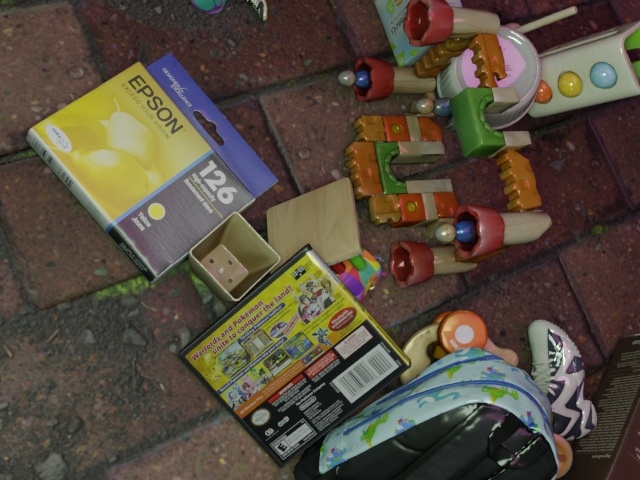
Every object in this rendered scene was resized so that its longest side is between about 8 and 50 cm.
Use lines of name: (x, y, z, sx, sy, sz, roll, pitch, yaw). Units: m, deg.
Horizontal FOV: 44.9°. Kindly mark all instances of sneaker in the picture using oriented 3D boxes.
sneaker: (-0.123, -0.450, 1.462, 0.037, 0.032, 0.083, -13, 75, -14)
sneaker: (0.419, 0.276, 1.459, 0.153, 0.094, 0.234, -18, 93, -37)

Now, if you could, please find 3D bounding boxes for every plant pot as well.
plant pot: (-0.151, 0.037, 1.262, 0.109, 0.096, 0.109, 47, 61, -3)

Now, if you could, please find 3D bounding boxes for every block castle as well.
block castle: (0.192, -0.164, 1.367, 0.213, 0.303, 0.452, -5, 76, -25)

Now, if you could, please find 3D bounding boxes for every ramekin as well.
ramekin: (0.340, -0.329, 1.547, 0.207, 0.109, 0.207, 0, 85, 2)

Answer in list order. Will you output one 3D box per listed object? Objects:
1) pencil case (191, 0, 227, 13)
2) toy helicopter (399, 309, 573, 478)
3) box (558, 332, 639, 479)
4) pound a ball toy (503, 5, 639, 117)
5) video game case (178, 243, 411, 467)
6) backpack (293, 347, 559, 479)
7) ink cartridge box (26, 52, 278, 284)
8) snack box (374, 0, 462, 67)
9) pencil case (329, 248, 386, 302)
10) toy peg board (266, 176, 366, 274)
pencil case: (-0.185, -0.494, 1.422, 0.070, 0.065, 0.151, 39, 59, -38)
toy helicopter: (0.282, 0.299, 1.359, 0.355, 0.140, 0.235, 41, 85, 3)
box: (0.628, 0.381, 1.503, 0.191, 0.143, 0.381, 42, 61, -9)
pound a ball toy: (0.503, -0.370, 1.589, 0.136, 0.319, 0.208, -38, 108, -28)
video game case: (-0.041, 0.184, 1.218, 0.275, 0.035, 0.248, -40, 95, 11)
backpack: (0.191, 0.331, 1.199, 0.290, 0.355, 0.273, 45, 36, -6)
ink cartridge box: (-0.259, -0.137, 1.283, 0.307, 0.072, 0.303, -43, 94, -26)
snack box: (0.187, -0.471, 1.526, 0.070, 0.174, 0.207, -17, 82, -27)
pencil case: (0.020, 0.111, 1.323, 0.104, 0.104, 0.236, 42, 64, -9)
toy peg board: (0.000, 0.000, 1.317, 0.079, 0.161, 0.161, 50, 25, -45)
